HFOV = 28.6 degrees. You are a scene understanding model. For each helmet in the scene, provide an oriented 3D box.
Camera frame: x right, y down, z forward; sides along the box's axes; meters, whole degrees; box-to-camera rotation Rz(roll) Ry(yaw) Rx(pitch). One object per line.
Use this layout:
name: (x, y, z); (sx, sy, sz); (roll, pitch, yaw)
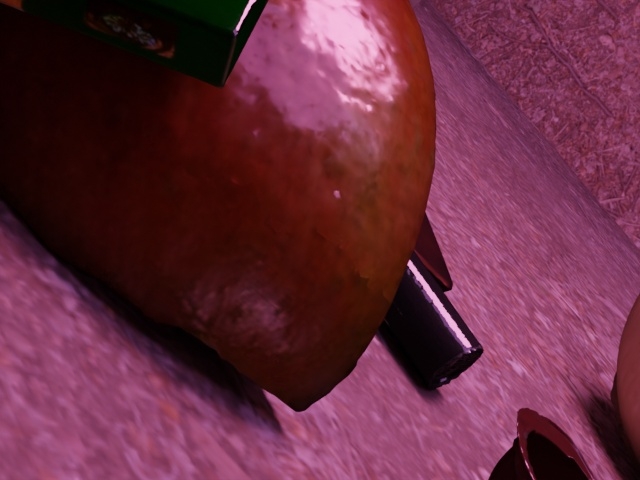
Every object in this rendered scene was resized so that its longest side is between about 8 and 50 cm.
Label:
helmet: (0.115, 0.149, 0.668); (0.089, 0.057, 0.111); (35, 24, -30)

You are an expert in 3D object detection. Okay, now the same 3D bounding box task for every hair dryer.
hair dryer: (0.005, 0.010, 0.756); (0.173, 0.050, 0.195); (53, 20, 22)

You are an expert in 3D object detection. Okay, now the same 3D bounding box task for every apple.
apple: (-0.075, -0.091, 0.626); (0.179, 0.254, 0.346); (94, -23, -45)

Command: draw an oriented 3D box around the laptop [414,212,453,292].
laptop: (0.038, -0.047, 1.028); (0.154, 0.026, 0.207); (43, 16, -24)

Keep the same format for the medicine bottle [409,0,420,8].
medicine bottle: (-0.028, -0.311, 1.095); (0.232, 0.238, 0.238); (38, 17, -37)

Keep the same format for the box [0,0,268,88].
box: (-0.126, -0.153, 0.522); (0.235, 0.034, 0.132); (22, 49, 0)

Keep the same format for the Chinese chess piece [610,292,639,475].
Chinese chess piece: (0.426, 0.136, 1.099); (0.338, 0.140, 0.338); (6, 53, -8)
